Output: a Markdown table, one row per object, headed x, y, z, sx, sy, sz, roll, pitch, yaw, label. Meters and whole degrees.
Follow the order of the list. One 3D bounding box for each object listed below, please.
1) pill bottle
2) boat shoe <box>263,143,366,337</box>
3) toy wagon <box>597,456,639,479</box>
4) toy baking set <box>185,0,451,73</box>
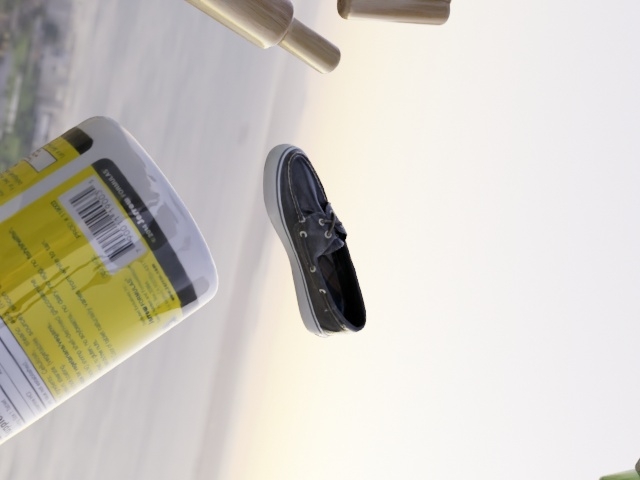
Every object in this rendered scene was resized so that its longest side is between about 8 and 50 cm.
| x | y | z | sx | sy | sz | roll | pitch | yaw | label |
| --- | --- | --- | --- | --- | --- | --- | --- | --- | --- |
| -0.267 | 0.058 | 1.222 | 0.334 | 0.188 | 0.188 | -34 | 169 | -13 | pill bottle |
| 0.000 | 0.000 | 1.020 | 0.049 | 0.040 | 0.142 | -34 | 115 | -45 | boat shoe |
| 0.257 | 0.114 | 0.643 | 0.068 | 0.267 | 0.344 | -92 | 167 | -72 | toy wagon |
| -0.014 | -0.189 | 0.694 | 0.196 | 0.256 | 0.030 | -51 | -144 | 21 | toy baking set |
